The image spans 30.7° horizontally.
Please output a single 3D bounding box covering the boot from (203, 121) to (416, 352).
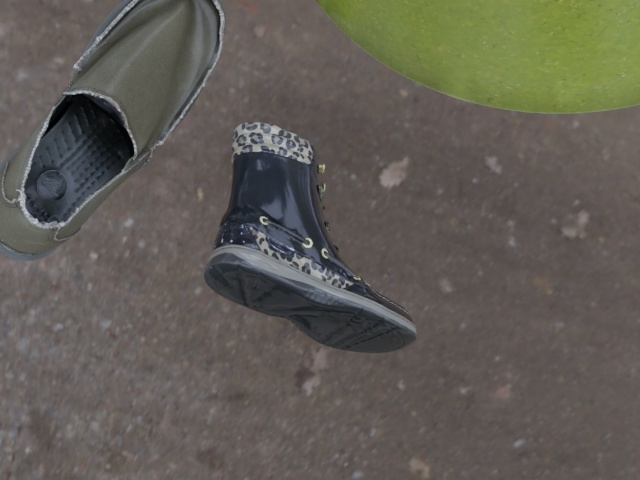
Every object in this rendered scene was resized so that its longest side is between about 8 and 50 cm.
[{"bbox_3d":[0.000,-0.001,1.134,0.236,0.085,0.178,25,51,-30],"label":"boot"}]

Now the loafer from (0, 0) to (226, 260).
[{"bbox_3d":[-0.141,-0.090,0.829,0.094,0.087,0.251,38,73,-21],"label":"loafer"}]

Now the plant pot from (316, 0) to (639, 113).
[{"bbox_3d":[0.099,-0.236,0.435,0.275,0.293,0.275,-2,68,6],"label":"plant pot"}]
